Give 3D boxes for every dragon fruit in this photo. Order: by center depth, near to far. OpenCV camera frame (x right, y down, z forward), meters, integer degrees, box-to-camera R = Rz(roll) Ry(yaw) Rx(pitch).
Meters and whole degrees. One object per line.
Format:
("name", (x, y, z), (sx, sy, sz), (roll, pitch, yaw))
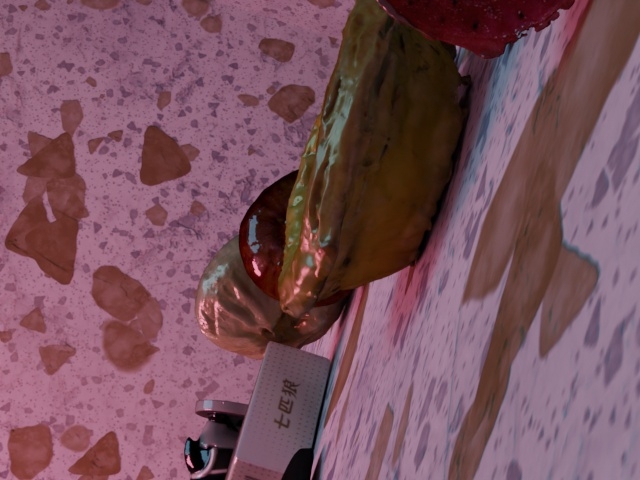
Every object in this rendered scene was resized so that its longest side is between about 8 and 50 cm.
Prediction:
("dragon fruit", (0.092, -0.185, 0.678), (0.111, 0.153, 0.153), (-32, -38, -65))

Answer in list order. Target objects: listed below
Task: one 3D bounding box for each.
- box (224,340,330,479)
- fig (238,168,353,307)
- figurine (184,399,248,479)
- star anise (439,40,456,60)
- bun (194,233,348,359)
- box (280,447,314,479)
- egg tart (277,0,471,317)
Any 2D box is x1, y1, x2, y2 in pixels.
("box", (-0.082, 0.325, 1.648), (0.210, 0.095, 0.330), (-75, 1, -51))
("fig", (-0.006, 0.004, 1.544), (0.207, 0.175, 0.175), (49, -123, -75))
("figurine", (-0.139, 0.373, 1.905), (0.133, 0.176, 0.236), (-28, 50, 62))
("star anise", (0.083, -0.116, 1.237), (0.097, 0.070, 0.191), (-37, -26, -42))
("bun", (-0.053, 0.079, 1.654), (0.127, 0.222, 0.222), (41, 121, 47))
("box", (-0.052, 0.344, 1.342), (0.201, 0.042, 0.213), (-73, 1, -73))
("egg tart", (0.046, -0.070, 1.047), (0.315, 0.120, 0.315), (-165, 90, -88))
